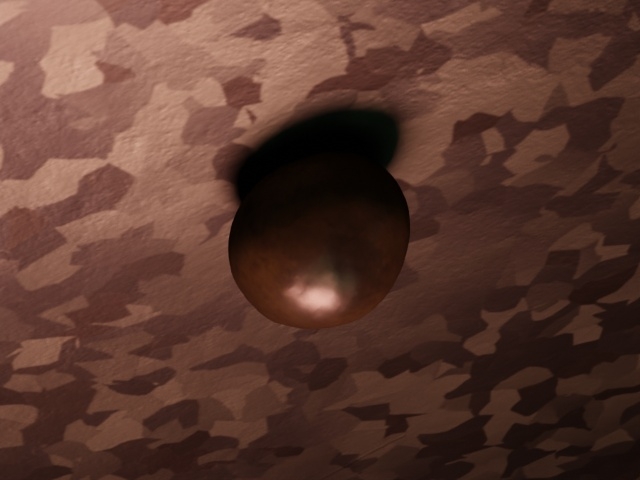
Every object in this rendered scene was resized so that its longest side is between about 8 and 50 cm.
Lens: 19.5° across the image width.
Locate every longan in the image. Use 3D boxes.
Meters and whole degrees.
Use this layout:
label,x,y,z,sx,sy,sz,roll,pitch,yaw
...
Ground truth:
label,x,y,z,sx,sy,sz,roll,pitch,yaw
longan,0.000,0.000,1.786,0.167,0.167,0.187,20,112,-43
